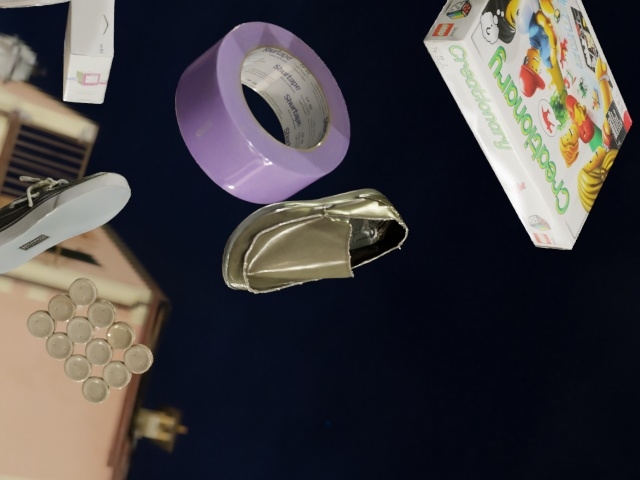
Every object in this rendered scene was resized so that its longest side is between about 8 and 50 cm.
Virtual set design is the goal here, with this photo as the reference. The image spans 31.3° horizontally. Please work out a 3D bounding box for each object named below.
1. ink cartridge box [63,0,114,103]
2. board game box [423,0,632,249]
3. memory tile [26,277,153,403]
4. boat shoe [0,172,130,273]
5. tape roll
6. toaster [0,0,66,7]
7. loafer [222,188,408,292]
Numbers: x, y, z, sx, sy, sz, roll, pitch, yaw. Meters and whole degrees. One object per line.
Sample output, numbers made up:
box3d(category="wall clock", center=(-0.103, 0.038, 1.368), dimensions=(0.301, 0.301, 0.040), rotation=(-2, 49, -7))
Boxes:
box3d(category="ink cartridge box", center=(-0.279, -0.231, 1.369), dimensions=(0.122, 0.052, 0.089), rotation=(130, -41, -63))
box3d(category="board game box", center=(0.225, -0.161, 1.185), dimensions=(0.053, 0.305, 0.193), rotation=(6, -125, 41))
box3d(category="memory tile", center=(-0.294, 0.128, 1.461), dimensions=(0.113, 0.148, 0.012), rotation=(-37, -176, 15))
box3d(category="boat shoe", center=(-0.449, -0.052, 1.871), dimensions=(0.306, 0.113, 0.105), rotation=(-29, -117, 23))
box3d(category="tape roll", center=(-0.062, -0.141, 1.268), dimensions=(0.080, 0.189, 0.189), rotation=(-30, -129, 42))
box3d(category="toaster", center=(-0.312, -0.304, 1.118), dimensions=(0.146, 0.227, 0.129), rotation=(148, -69, -65))
box3d(category="loafer", center=(0.000, 0.000, 1.340), dimensions=(0.087, 0.251, 0.094), rotation=(27, -49, 48))
